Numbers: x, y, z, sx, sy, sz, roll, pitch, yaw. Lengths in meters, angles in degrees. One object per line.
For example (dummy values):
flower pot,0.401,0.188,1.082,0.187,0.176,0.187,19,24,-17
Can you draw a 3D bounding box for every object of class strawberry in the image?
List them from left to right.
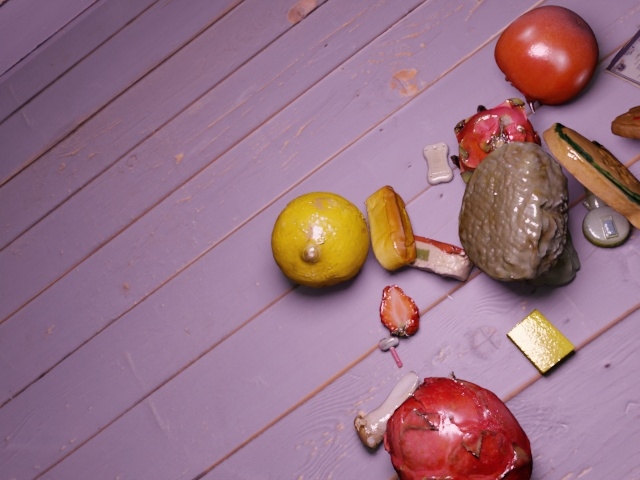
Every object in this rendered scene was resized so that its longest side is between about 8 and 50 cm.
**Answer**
strawberry,0.205,0.184,1.421,0.104,0.048,0.152,-20,52,18

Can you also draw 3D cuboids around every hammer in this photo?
hammer,0.186,0.284,1.401,0.053,0.031,0.083,-28,75,10

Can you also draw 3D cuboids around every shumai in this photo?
shumai,0.510,-0.054,1.289,0.289,0.292,0.329,7,93,-20

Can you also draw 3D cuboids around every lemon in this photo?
lemon,0.000,0.000,1.418,0.258,0.310,0.257,1,96,8

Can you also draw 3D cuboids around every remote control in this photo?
remote control,0.327,-0.215,1.531,0.075,0.032,0.122,-9,68,15

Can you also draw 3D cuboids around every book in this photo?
book,0.895,-0.453,1.434,0.231,0.026,0.157,41,87,26

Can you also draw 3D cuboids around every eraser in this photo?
eraser,0.517,0.238,1.296,0.097,0.045,0.122,-39,63,2

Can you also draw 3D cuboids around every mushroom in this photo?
mushroom,0.170,0.410,1.339,0.209,0.071,0.084,-45,32,-5

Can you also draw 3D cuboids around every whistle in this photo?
whistle,0.689,-0.079,1.348,0.104,0.057,0.198,-11,69,14

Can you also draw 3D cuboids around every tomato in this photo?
tomato,0.585,-0.476,1.420,0.224,0.256,0.255,-49,54,45

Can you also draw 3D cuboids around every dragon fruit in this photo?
dragon fruit,0.286,0.446,1.169,0.296,0.295,0.301,-42,76,0
dragon fruit,0.447,-0.240,1.402,0.224,0.227,0.223,-11,64,22

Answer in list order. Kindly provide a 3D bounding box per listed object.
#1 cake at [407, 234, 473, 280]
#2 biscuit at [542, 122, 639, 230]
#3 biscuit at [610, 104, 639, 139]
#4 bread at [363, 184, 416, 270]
cake,0.281,0.037,1.409,0.221,0.117,0.086,20,84,22
biscuit,0.673,-0.162,1.288,0.344,0.287,0.057,41,124,1
biscuit,0.837,-0.287,1.272,0.257,0.049,0.273,-29,28,-37
bread,0.189,-0.036,1.450,0.094,0.102,0.245,-34,44,32
